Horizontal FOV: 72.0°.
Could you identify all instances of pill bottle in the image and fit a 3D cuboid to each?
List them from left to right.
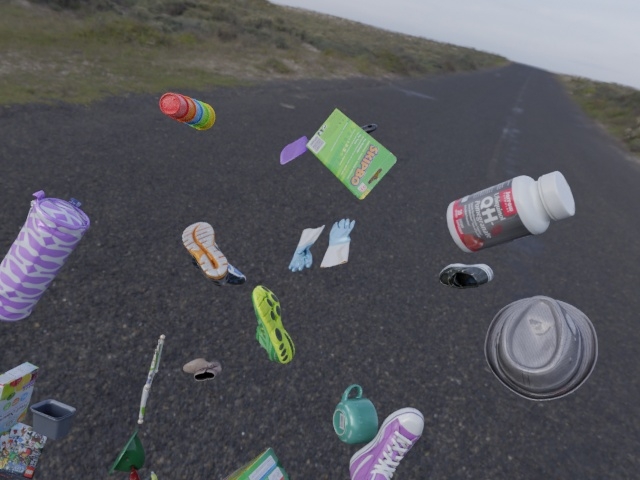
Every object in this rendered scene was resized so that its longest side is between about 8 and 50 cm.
[{"bbox_3d":[0.553,-0.084,1.294,0.319,0.176,0.176,-22,-3,42],"label":"pill bottle"}]

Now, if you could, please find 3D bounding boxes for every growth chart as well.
[{"bbox_3d":[-0.532,0.425,1.388,0.021,0.171,0.237,13,26,-13],"label":"growth chart"}]

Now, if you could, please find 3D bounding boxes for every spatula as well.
[{"bbox_3d":[0.020,-0.291,1.286,0.297,0.030,0.084,-13,46,8],"label":"spatula"}]

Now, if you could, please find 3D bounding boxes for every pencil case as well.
[{"bbox_3d":[-0.445,0.027,0.679,0.088,0.206,0.086,33,8,-23],"label":"pencil case"}]

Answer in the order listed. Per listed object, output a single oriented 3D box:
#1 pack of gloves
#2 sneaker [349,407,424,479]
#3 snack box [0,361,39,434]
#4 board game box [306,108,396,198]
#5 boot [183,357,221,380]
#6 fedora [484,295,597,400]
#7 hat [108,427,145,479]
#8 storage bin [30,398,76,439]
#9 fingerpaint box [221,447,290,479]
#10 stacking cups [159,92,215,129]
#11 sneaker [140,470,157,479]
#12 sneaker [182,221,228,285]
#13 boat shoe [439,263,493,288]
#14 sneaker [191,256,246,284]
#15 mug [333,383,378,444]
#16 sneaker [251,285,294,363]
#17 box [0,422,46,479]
[{"bbox_3d":[0.000,0.000,1.322,0.195,0.046,0.232,-16,31,23],"label":"pack of gloves"},{"bbox_3d":[0.188,0.592,1.184,0.102,0.282,0.161,35,13,-5],"label":"sneaker"},{"bbox_3d":[-0.687,0.353,0.970,0.037,0.141,0.100,22,9,5],"label":"snack box"},{"bbox_3d":[0.072,-0.208,1.059,0.039,0.124,0.259,28,18,-47],"label":"board game box"},{"bbox_3d":[-0.323,0.350,1.184,0.119,0.041,0.087,-12,8,2],"label":"boot"},{"bbox_3d":[0.513,0.229,1.042,0.244,0.124,0.275,17,66,38],"label":"fedora"},{"bbox_3d":[-0.681,0.853,1.684,0.184,0.208,0.173,34,25,-8],"label":"hat"},{"bbox_3d":[-0.922,0.619,1.520,0.135,0.090,0.098,12,5,17],"label":"storage bin"},{"bbox_3d":[-0.363,0.976,1.547,0.163,0.371,0.445,55,16,13],"label":"fingerpaint box"},{"bbox_3d":[-0.432,-0.413,1.411,0.096,0.095,0.316,15,11,2],"label":"stacking cups"},{"bbox_3d":[-0.524,0.788,1.350,0.094,0.208,0.081,36,39,19],"label":"sneaker"},{"bbox_3d":[-0.301,0.036,1.162,0.084,0.083,0.214,-23,54,-14],"label":"sneaker"},{"bbox_3d":[0.272,0.072,0.859,0.040,0.049,0.142,-26,0,-23],"label":"boat shoe"},{"bbox_3d":[-0.367,0.092,1.638,0.211,0.080,0.081,30,48,-4],"label":"sneaker"},{"bbox_3d":[0.093,0.538,1.342,0.098,0.129,0.157,7,33,-28],"label":"mug"},{"bbox_3d":[-0.197,0.311,1.598,0.124,0.295,0.109,-19,0,34],"label":"sneaker"},{"bbox_3d":[-1.055,0.699,1.485,0.044,0.233,0.159,-19,46,15],"label":"box"}]
